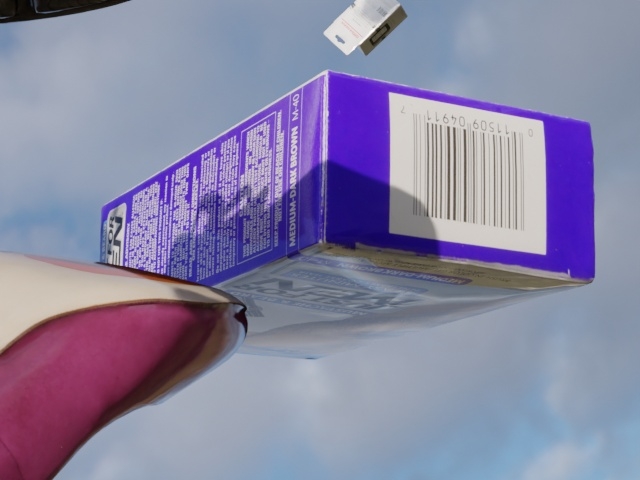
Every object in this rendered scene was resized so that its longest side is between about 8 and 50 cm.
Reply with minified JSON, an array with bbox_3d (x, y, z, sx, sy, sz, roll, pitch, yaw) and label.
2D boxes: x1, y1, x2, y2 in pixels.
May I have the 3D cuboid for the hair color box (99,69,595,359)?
[{"bbox_3d":[0.000,0.000,0.981,0.185,0.110,0.339,8,-14,-27],"label":"hair color box"}]

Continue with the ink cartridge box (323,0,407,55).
[{"bbox_3d":[0.050,-0.243,1.707,0.083,0.048,0.028,-43,-30,-1],"label":"ink cartridge box"}]

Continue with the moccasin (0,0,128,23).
[{"bbox_3d":[-0.204,-0.170,0.654,0.380,0.147,0.139,-2,-54,15],"label":"moccasin"}]

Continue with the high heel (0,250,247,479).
[{"bbox_3d":[-0.159,0.102,0.711,0.377,0.127,0.181,0,-81,-58],"label":"high heel"}]
